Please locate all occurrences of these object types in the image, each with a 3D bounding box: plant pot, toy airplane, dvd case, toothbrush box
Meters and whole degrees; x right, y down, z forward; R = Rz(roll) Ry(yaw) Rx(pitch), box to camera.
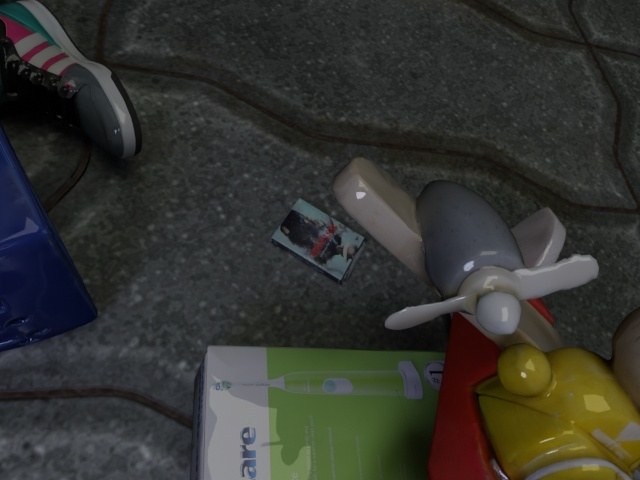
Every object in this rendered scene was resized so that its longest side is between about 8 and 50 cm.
[{"bbox_3d":[-0.369,-0.005,0.482,0.212,0.236,0.235,-28,73,-24],"label":"plant pot"},{"bbox_3d":[0.201,0.103,0.446,0.386,0.272,0.384,-6,73,-45],"label":"toy airplane"},{"bbox_3d":[0.000,0.000,0.740,0.120,0.013,0.087,33,55,0],"label":"dvd case"},{"bbox_3d":[0.014,0.227,0.542,0.284,0.122,0.206,5,58,-19],"label":"toothbrush box"}]

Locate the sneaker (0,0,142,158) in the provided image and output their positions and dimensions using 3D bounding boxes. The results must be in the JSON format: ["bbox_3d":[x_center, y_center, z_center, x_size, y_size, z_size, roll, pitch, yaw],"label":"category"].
[{"bbox_3d":[-0.371,-0.190,0.647,0.295,0.123,0.178,44,50,18],"label":"sneaker"}]

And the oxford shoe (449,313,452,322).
[{"bbox_3d":[0.264,0.162,0.687,0.097,0.098,0.271,-15,67,-27],"label":"oxford shoe"}]
